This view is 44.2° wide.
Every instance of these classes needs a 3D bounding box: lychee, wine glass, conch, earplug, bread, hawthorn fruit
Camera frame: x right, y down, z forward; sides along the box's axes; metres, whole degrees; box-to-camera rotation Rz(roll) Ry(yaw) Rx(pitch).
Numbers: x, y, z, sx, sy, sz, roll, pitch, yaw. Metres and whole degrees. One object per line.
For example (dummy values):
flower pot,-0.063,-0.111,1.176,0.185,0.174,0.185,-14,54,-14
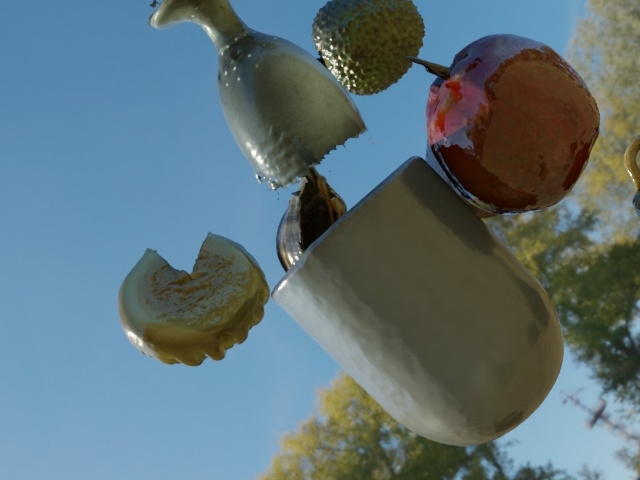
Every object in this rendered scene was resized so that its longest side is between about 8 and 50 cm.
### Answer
lychee,0.099,-0.484,1.945,0.320,0.270,0.270,-40,-35,-13
wine glass,-0.087,-0.242,1.189,0.190,0.357,0.190,-35,7,5
conch,-0.010,0.005,1.533,0.210,0.159,0.291,-39,-73,-41
earplug,0.168,0.113,1.195,0.312,0.394,0.312,-44,-3,-3
bread,-0.275,0.141,1.734,0.333,0.333,0.160,-38,-27,-28
hawthorn fruit,0.247,-0.182,1.160,0.254,0.300,0.254,-61,10,18

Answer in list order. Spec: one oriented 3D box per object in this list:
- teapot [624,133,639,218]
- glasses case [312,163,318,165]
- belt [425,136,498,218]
teapot,0.576,-0.036,1.175,0.167,0.311,0.203,-31,-8,23
glasses case,-0.039,-0.169,1.541,0.032,0.083,0.021,-67,2,-66
belt,0.320,-0.203,1.565,0.122,0.217,0.339,86,-165,-47
